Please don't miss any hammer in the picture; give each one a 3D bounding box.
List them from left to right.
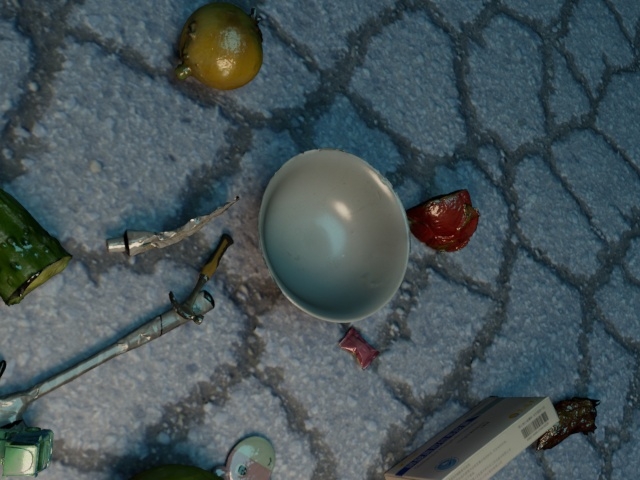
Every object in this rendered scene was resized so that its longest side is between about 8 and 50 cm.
[{"bbox_3d":[-0.366,0.205,1.216,0.427,0.044,0.152,-26,92,-32],"label":"hammer"},{"bbox_3d":[-0.221,0.063,1.313,0.078,0.021,0.201,30,53,-7],"label":"hammer"}]

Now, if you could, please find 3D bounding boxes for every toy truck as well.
[{"bbox_3d":[-0.508,0.321,1.056,0.175,0.081,0.067,6,88,-3],"label":"toy truck"}]

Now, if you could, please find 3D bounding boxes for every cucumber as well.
[{"bbox_3d":[-0.531,-0.020,1.129,0.134,0.134,0.244,-41,91,-29],"label":"cucumber"}]

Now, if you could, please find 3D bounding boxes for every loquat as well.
[{"bbox_3d":[-0.202,-0.380,1.368,0.205,0.149,0.172,-33,98,-16],"label":"loquat"}]

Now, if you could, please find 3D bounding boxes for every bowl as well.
[{"bbox_3d":[0.000,0.000,1.394,0.346,0.157,0.345,6,77,-27],"label":"bowl"}]

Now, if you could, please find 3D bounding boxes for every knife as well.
[{"bbox_3d":[-0.068,0.562,1.308,0.132,0.038,0.398,-30,95,-28],"label":"knife"}]

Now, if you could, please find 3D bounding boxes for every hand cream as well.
[{"bbox_3d":[-0.275,-0.024,1.295,0.257,0.084,0.050,-20,83,-27],"label":"hand cream"}]

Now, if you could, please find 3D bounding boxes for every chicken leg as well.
[{"bbox_3d":[0.611,0.446,1.701,0.234,0.063,0.105,-9,79,-28],"label":"chicken leg"}]

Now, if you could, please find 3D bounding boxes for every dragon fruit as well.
[{"bbox_3d":[0.287,-0.031,1.586,0.127,0.121,0.161,-34,101,-25],"label":"dragon fruit"}]

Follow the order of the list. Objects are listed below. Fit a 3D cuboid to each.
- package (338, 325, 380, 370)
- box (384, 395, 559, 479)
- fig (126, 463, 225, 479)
[{"bbox_3d":[0.081,0.230,1.467,0.083,0.029,0.059,46,58,-3],"label":"package"},{"bbox_3d":[0.321,0.438,1.459,0.343,0.200,0.065,-25,90,-30],"label":"box"},{"bbox_3d":[-0.238,0.473,1.136,0.230,0.207,0.207,-7,83,-29],"label":"fig"}]
